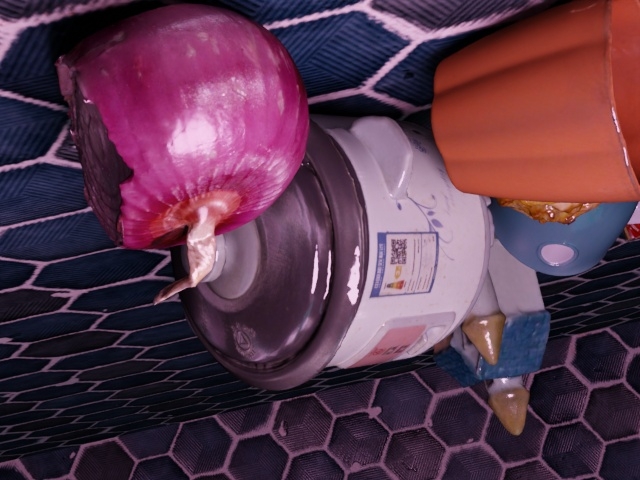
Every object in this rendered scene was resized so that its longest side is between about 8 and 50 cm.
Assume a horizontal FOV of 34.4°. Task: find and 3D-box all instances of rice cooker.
[{"bbox_3d":[0.000,0.000,0.987,0.317,0.264,0.316,-21,159,-9],"label":"rice cooker"}]

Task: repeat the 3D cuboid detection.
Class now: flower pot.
[{"bbox_3d":[0.198,-0.116,0.906,0.173,0.190,0.191,-5,170,29],"label":"flower pot"}]

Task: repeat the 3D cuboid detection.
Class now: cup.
[{"bbox_3d":[0.285,-0.072,1.153,0.300,0.167,0.173,14,149,-3],"label":"cup"}]

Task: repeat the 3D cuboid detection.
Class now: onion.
[{"bbox_3d":[-0.096,-0.087,0.781,0.201,0.200,0.207,-12,133,-2],"label":"onion"}]

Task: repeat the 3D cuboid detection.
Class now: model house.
[{"bbox_3d":[0.213,0.131,1.507,0.194,0.324,0.267,-6,164,-29],"label":"model house"}]

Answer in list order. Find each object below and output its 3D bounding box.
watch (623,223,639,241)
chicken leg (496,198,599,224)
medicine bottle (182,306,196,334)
[{"bbox_3d":[0.551,-0.055,1.581,0.268,0.102,0.165,-8,165,-47],"label":"watch"},{"bbox_3d":[0.277,-0.111,1.014,0.251,0.107,0.087,-42,168,2],"label":"chicken leg"},{"bbox_3d":[-0.048,0.080,1.459,0.141,0.141,0.293,-23,162,34],"label":"medicine bottle"}]
